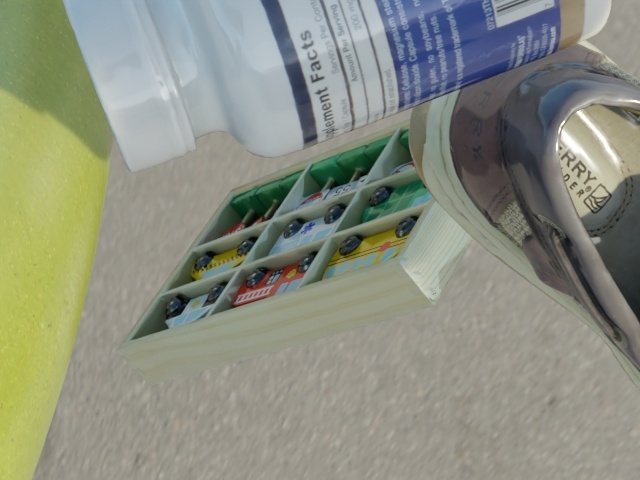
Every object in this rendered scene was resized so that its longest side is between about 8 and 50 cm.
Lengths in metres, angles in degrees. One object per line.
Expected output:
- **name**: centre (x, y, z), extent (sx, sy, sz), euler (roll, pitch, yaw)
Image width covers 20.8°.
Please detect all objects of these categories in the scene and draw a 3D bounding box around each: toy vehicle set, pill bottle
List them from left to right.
- **toy vehicle set**: centre (0.000, 0.000, 1.110), extent (0.035, 0.267, 0.166), euler (49, 48, -20)
- **pill bottle**: centre (0.002, -0.059, 0.414), extent (0.120, 0.067, 0.067), euler (-21, 67, -5)

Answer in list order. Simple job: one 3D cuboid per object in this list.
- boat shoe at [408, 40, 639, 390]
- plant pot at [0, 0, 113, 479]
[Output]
- **boat shoe**: centre (0.155, 0.026, 0.610), extent (0.285, 0.092, 0.103), euler (37, 95, -22)
- **plant pot**: centre (-0.213, -0.015, 0.792), extent (0.274, 0.275, 0.293), euler (24, 50, 0)
